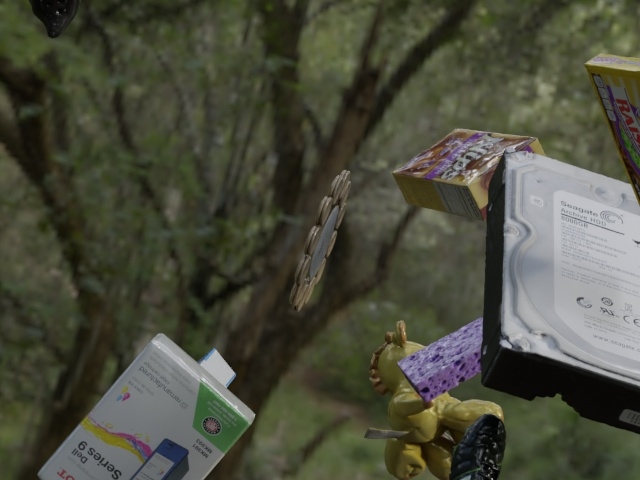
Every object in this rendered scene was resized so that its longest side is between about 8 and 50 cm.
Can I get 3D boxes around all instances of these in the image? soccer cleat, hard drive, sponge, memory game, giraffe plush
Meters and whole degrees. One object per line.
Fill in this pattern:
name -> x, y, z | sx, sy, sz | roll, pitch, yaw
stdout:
soccer cleat -> 0.148, 0.254, 1.613 | 0.060, 0.179, 0.072 | 28, -11, -37
hard drive -> 0.282, 0.049, 1.687 | 0.237, 0.064, 0.339 | 18, 35, -5
sponge -> 0.203, 0.127, 2.108 | 0.031, 0.210, 0.117 | 61, -2, -12
memory game -> 0.000, 0.000, 2.080 | 0.012, 0.186, 0.186 | 20, -7, 8
giraffe plush -> 0.134, 0.213, 2.328 | 0.210, 0.170, 0.181 | 21, -51, -34

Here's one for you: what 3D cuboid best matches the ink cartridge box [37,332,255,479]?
ink cartridge box -> -0.203, 0.239, 1.981 | 0.154, 0.212, 0.093 | 41, 3, -1

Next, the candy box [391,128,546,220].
candy box -> 0.178, -0.081, 2.005 | 0.187, 0.109, 0.053 | 17, -42, 62

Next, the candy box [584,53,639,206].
candy box -> 0.312, -0.074, 1.555 | 0.105, 0.027, 0.206 | 18, -44, 65

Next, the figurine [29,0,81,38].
figurine -> -0.284, -0.361, 1.884 | 0.092, 0.215, 0.209 | 5, 35, -5

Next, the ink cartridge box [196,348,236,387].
ink cartridge box -> -0.185, 0.212, 2.296 | 0.052, 0.122, 0.088 | 52, 23, -5
